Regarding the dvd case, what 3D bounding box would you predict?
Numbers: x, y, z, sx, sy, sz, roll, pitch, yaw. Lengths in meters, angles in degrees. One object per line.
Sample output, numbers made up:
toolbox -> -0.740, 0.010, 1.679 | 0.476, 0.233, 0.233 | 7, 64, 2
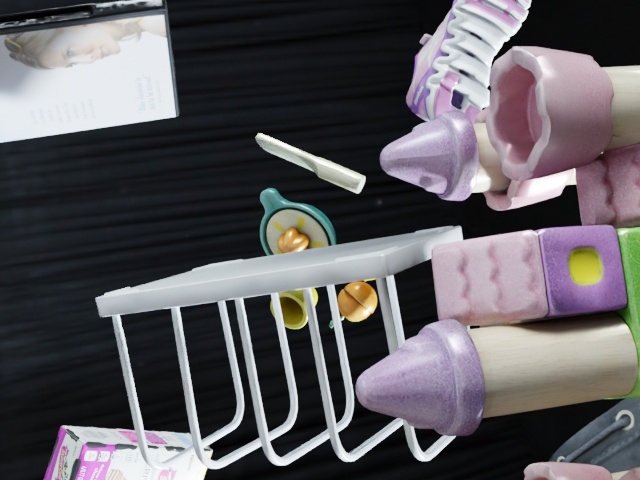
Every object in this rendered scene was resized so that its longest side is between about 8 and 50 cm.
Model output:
dvd case -> -0.270, -0.160, 0.975 | 0.180, 0.252, 0.022 | 98, -19, -63

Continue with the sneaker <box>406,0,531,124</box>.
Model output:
sneaker -> 0.166, -0.238, 1.180 | 0.104, 0.095, 0.237 | 13, -101, 64

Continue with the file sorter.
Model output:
file sorter -> -0.019, 0.100, 0.890 | 0.277, 0.193, 0.173 | -9, -87, 26

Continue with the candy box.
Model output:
candy box -> -0.286, 0.361, 1.446 | 0.071, 0.233, 0.159 | 22, -84, 45

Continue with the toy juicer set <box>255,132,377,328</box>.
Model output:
toy juicer set -> 0.000, 0.000, 1.555 | 0.209, 0.089, 0.329 | 6, -61, 26

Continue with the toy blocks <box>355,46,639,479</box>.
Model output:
toy blocks -> 0.138, 0.035, 0.465 | 0.309, 0.260, 0.289 | 152, -68, -72

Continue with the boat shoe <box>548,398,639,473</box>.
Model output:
boat shoe -> 0.370, 0.073, 0.762 | 0.500, 0.186, 0.156 | -49, -129, 13
